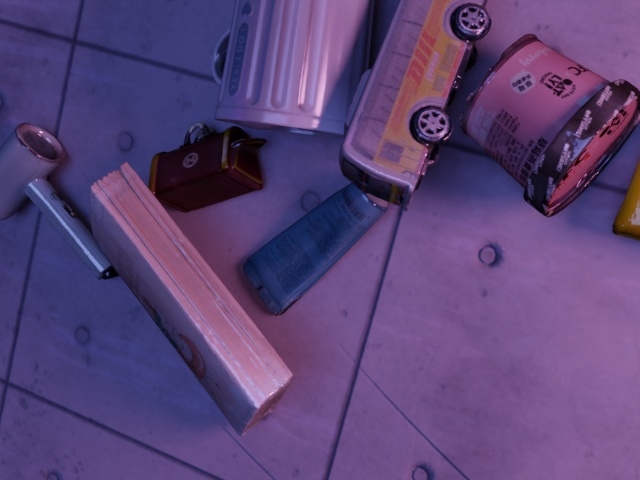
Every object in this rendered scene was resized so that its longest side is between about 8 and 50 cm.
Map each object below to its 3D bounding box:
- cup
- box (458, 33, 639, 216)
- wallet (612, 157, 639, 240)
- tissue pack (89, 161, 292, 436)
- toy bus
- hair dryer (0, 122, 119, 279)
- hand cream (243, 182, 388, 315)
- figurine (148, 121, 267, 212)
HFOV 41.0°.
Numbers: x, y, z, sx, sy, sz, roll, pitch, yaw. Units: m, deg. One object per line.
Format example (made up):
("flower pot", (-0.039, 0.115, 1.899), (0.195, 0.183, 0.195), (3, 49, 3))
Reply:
("cup", (-0.047, -0.222, 0.956), (0.221, 0.167, 0.201), (10, 95, 18))
("box", (0.227, -0.122, 0.867), (0.135, 0.151, 0.151), (44, 108, 22))
("wallet", (0.425, -0.034, 0.833), (0.241, 0.067, 0.141), (19, 99, 20))
("tissue pack", (-0.163, 0.076, 1.032), (0.071, 0.170, 0.325), (-35, 78, -22))
("toy bus", (0.101, -0.170, 0.885), (0.106, 0.092, 0.268), (20, 77, 6))
("hair dryer", (-0.359, -0.030, 1.160), (0.236, 0.073, 0.131), (47, 111, 3))
("hand cream", (0.000, 0.000, 1.025), (0.224, 0.048, 0.083), (-39, 79, 26))
("figurine", (-0.133, -0.102, 1.056), (0.154, 0.082, 0.098), (-18, 66, 22))
